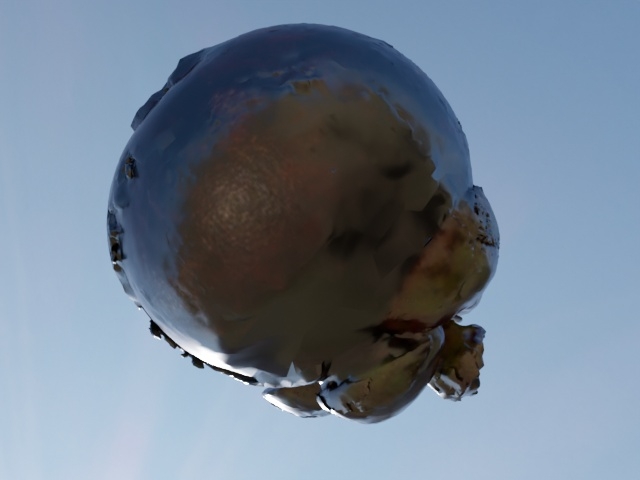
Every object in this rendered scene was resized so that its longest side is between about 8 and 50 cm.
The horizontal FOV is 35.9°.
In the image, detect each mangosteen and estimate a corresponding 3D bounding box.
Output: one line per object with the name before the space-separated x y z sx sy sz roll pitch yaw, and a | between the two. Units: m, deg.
mangosteen | -0.010 -0.015 1.013 0.381 0.381 0.421 -41 -60 4
